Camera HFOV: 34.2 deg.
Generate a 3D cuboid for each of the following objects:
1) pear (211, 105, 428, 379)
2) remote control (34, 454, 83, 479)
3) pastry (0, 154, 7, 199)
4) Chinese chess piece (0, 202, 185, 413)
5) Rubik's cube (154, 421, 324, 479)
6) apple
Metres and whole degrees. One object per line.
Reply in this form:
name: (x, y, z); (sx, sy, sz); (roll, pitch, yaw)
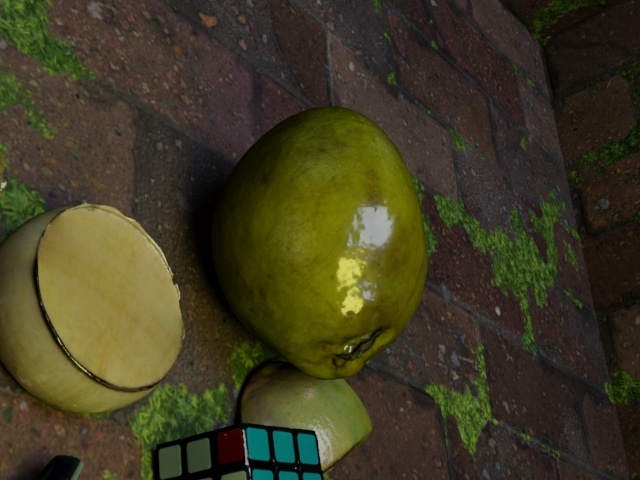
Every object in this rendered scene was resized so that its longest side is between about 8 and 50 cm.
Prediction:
pear: (0.000, 0.000, 1.546); (0.352, 0.352, 0.413); (38, 38, -39)
remote control: (-0.315, 0.309, 1.095); (0.042, 0.072, 0.222); (37, 33, -6)
pastry: (-0.443, -0.087, 1.137); (0.182, 0.093, 0.192); (62, 30, 1)
Chinese chess piece: (-0.282, 0.082, 1.263); (0.257, 0.104, 0.257); (35, 43, -42)
Rubik's cube: (-0.100, 0.330, 1.327); (0.161, 0.163, 0.162); (19, 58, -51)
apple: (-0.019, 0.258, 1.552); (0.193, 0.120, 0.265); (57, 27, 6)
